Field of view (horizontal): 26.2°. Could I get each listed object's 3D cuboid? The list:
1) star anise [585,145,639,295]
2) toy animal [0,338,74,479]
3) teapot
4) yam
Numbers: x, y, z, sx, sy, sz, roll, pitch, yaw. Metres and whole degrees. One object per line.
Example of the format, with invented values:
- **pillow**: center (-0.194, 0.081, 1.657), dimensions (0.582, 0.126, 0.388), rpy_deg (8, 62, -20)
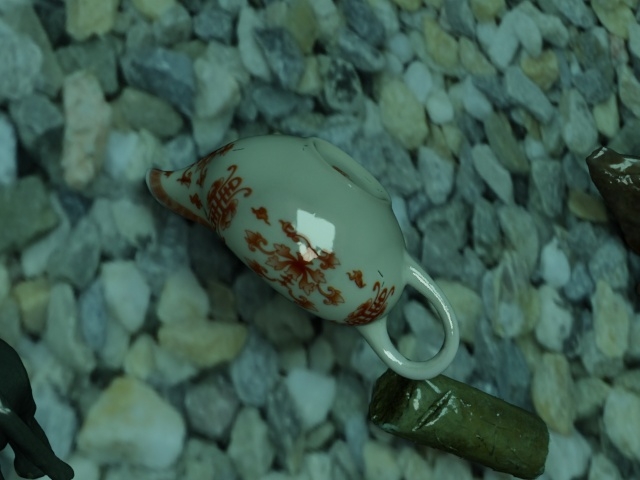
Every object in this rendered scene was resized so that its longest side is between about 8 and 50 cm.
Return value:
- **star anise**: center (0.370, 0.010, 1.212), dimensions (0.349, 0.109, 0.292), rpy_deg (-22, 71, -40)
- **toy animal**: center (-0.249, 0.089, 0.735), dimensions (0.269, 0.137, 0.082), rpy_deg (11, 49, 21)
- **teapot**: center (0.000, 0.000, 0.951), dimensions (0.245, 0.116, 0.159), rpy_deg (44, 2, 10)
- **yam**: center (0.103, 0.131, 0.993), dimensions (0.132, 0.054, 0.054), rpy_deg (23, 52, -22)
